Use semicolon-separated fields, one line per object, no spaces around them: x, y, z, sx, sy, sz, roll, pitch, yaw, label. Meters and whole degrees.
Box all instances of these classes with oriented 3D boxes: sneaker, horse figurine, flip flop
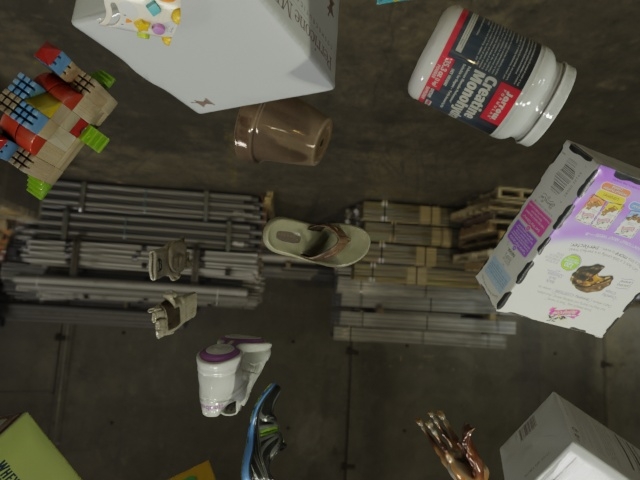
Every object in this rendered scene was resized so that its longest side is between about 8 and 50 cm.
-0.100;0.368;0.994;0.078;0.188;0.067;10;160;-4;sneaker
-0.193;0.291;1.145;0.114;0.152;0.305;3;180;14;sneaker
0.257;0.401;0.972;0.066;0.174;0.263;-33;163;-9;horse figurine
0.000;0.000;1.224;0.277;0.112;0.080;11;174;-27;flip flop

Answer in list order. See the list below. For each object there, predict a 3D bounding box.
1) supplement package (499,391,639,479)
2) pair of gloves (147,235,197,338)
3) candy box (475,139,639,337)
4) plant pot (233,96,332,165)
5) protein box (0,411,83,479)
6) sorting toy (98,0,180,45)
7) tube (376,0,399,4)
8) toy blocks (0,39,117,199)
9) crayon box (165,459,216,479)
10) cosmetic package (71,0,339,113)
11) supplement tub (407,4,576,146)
0.404;0.363;0.742;0.244;0.139;0.134;35;-161;3;supplement package
-0.379;0.118;1.321;0.042;0.239;0.204;3;-166;13;pair of gloves
0.306;0.006;0.601;0.165;0.196;0.070;16;-151;-18;candy box
-0.096;-0.327;1.534;0.229;0.262;0.263;22;176;12;plant pot
-0.369;0.331;0.551;0.136;0.199;0.201;-16;-159;30;protein box
-0.195;-0.242;0.556;0.075;0.044;0.083;-10;170;-31;sorting toy
0.262;-0.712;1.467;0.207;0.080;0.052;7;180;23;tube
-0.675;-0.305;1.285;0.191;0.381;0.261;35;174;4;toy blocks
-0.374;0.672;1.122;0.363;0.106;0.313;-19;-167;-19;crayon box
-0.171;-0.492;0.931;0.328;0.393;0.329;-2;166;25;cosmetic package
0.329;-0.320;1.026;0.272;0.191;0.191;27;173;3;supplement tub
